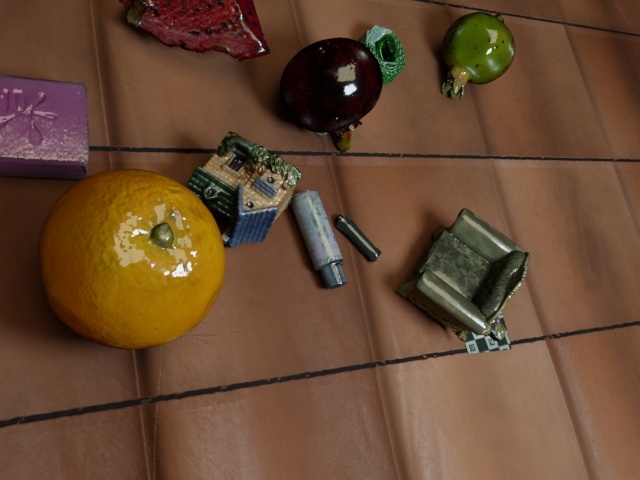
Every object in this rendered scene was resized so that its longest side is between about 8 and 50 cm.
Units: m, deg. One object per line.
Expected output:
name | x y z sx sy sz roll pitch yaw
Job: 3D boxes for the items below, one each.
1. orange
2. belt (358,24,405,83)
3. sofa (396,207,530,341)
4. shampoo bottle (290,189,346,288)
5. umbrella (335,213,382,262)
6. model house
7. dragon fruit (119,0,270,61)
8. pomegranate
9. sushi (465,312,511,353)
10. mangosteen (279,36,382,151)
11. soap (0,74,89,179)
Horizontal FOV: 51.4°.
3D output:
orange | -0.311 0.029 1.121 0.312 0.312 0.312 11 65 -24
belt | 0.158 -0.482 1.709 0.121 0.079 0.152 2 68 -27
sofa | 0.326 0.065 1.486 0.200 0.182 0.258 36 58 3
shampoo bottle | 0.000 0.000 1.430 0.072 0.072 0.214 -13 76 -31
umbrella | 0.085 -0.007 1.500 0.133 0.031 0.036 47 30 -2
model house | -0.166 -0.090 1.331 0.182 0.166 0.172 35 60 3
dragon fruit | -0.243 -0.501 1.415 0.302 0.240 0.330 -43 85 -15
pomegranate | 0.421 -0.494 1.787 0.198 0.198 0.246 24 64 -17
sushi | 0.390 0.164 1.586 0.139 0.031 0.201 -1 70 -27
mangosteen | 0.034 -0.320 1.511 0.235 0.235 0.262 -43 126 -34
soap | -0.562 -0.210 1.214 0.259 0.081 0.181 2 69 -27
